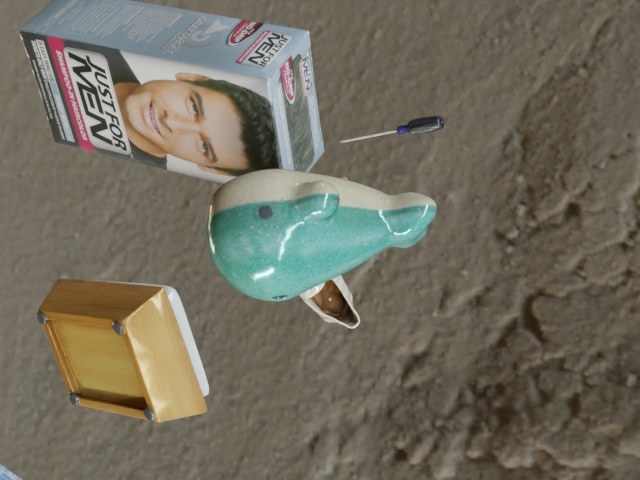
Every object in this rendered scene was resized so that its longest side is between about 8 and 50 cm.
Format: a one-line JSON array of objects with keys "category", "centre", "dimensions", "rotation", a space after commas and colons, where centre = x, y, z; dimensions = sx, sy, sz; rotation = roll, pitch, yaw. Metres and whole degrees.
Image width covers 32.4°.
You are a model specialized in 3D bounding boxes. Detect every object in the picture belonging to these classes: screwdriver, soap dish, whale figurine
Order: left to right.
[{"category": "soap dish", "centre": [-0.335, 0.183, 1.841], "dimensions": [0.290, 0.118, 0.229], "rotation": [2, 115, 43]}, {"category": "whale figurine", "centre": [0.000, 0.000, 1.307], "dimensions": [0.216, 0.271, 0.141], "rotation": [106, 164, -73]}, {"category": "screwdriver", "centre": [0.096, -0.149, 1.541], "dimensions": [0.169, 0.024, 0.025], "rotation": [-11, 42, 31]}]

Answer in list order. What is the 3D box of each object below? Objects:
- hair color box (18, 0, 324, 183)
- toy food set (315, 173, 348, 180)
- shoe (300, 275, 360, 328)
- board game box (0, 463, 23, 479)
[{"category": "hair color box", "centre": [-0.191, -0.194, 1.433], "dimensions": [0.374, 0.185, 0.114], "rotation": [14, 46, 23]}, {"category": "toy food set", "centre": [0.029, -0.092, 2.008], "dimensions": [0.078, 0.122, 0.019], "rotation": [-99, 26, -43]}, {"category": "shoe", "centre": [0.004, 0.069, 1.697], "dimensions": [0.076, 0.219, 0.058], "rotation": [-39, 49, 0]}, {"category": "board game box", "centre": [-0.281, 0.256, 0.858], "dimensions": [0.194, 0.060, 0.194], "rotation": [33, 123, 4]}]
